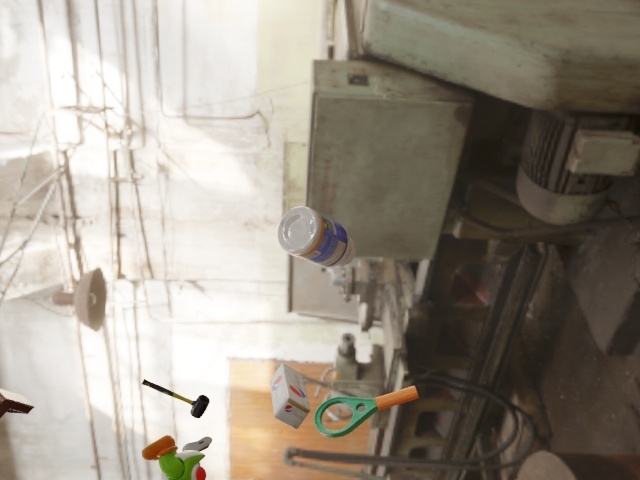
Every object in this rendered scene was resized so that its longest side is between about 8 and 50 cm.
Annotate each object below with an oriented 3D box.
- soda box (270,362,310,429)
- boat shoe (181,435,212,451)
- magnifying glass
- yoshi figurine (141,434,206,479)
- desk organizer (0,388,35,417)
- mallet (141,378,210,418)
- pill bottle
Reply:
[{"bbox_3d":[-0.085,0.419,1.772,0.069,0.074,0.216,-55,14,8],"label":"soda box"},{"bbox_3d":[-0.466,0.784,2.465,0.142,0.049,0.040,-9,-56,-51],"label":"boat shoe"},{"bbox_3d":[0.097,0.360,1.404,0.092,0.231,0.026,-105,-2,-50],"label":"magnifying glass"},{"bbox_3d":[-0.453,0.814,2.071,0.203,0.362,0.203,-45,-14,33],"label":"yoshi figurine"},{"bbox_3d":[-0.724,0.382,1.506,0.050,0.047,0.130,-51,-19,-14],"label":"desk organizer"},{"bbox_3d":[-0.397,0.428,1.768,0.039,0.190,0.062,-86,16,-68],"label":"mallet"},{"bbox_3d":[0.000,0.000,2.037,0.272,0.152,0.152,24,-117,-56],"label":"pill bottle"}]
